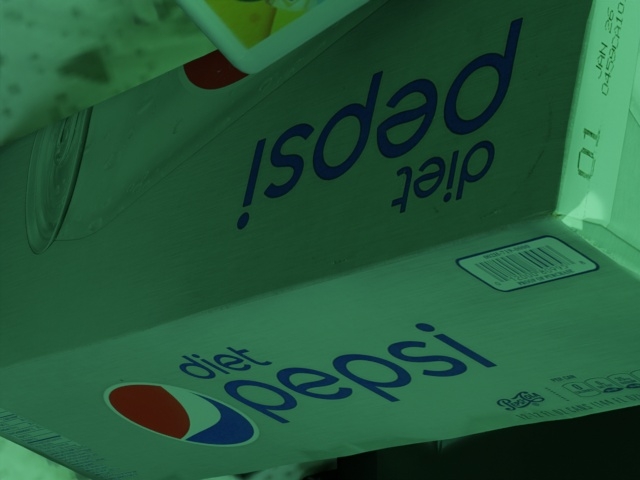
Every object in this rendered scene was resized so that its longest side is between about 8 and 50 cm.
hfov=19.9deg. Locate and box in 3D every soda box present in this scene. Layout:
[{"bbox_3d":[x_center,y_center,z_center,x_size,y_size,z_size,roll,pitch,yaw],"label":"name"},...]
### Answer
[{"bbox_3d":[0.000,0.000,0.525,0.091,0.098,0.286,30,151,-31],"label":"soda box"}]

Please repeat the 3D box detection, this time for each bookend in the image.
[{"bbox_3d":[0.072,0.043,0.691,0.157,0.072,0.156,-11,123,-12],"label":"bookend"}]

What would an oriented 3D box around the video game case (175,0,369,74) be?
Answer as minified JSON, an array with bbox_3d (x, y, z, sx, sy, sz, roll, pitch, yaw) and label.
[{"bbox_3d":[0.005,-0.162,0.368,0.206,0.026,0.227,-31,131,14],"label":"video game case"}]
